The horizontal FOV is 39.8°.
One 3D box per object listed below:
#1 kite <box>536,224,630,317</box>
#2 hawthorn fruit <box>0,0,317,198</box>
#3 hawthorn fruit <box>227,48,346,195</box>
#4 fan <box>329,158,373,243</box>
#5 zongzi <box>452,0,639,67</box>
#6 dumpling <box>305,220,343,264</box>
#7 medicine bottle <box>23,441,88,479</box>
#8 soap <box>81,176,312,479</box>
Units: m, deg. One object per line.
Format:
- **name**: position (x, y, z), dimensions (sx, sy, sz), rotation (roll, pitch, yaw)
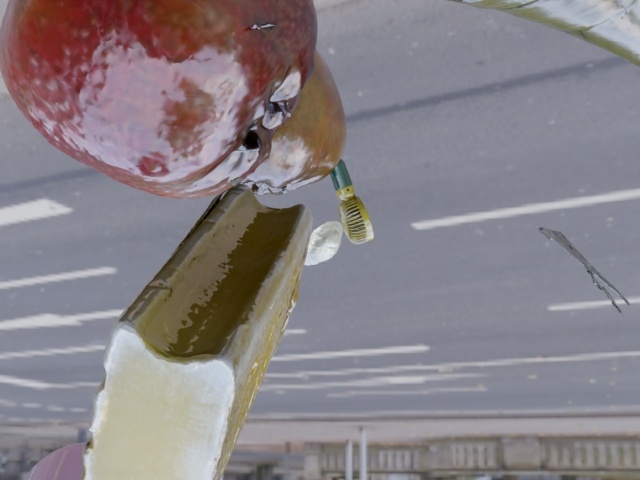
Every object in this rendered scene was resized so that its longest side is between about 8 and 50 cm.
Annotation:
- **kite**: position (0.411, 0.044, 1.371), dimensions (0.229, 0.250, 0.012), rotation (34, 108, -24)
- **hawthorn fruit**: position (-0.190, -0.201, 0.894), dimensions (0.369, 0.285, 0.285), rotation (20, 165, 6)
- **hawthorn fruit**: position (-0.095, -0.223, 1.436), dimensions (0.267, 0.301, 0.268), rotation (-8, -179, 0)
- **fan**: position (0.046, -0.068, 1.520), dimensions (0.039, 0.155, 0.082), rotation (-20, -178, -7)
- **zongzi**: position (0.081, -0.168, 0.530), dimensions (0.286, 0.138, 0.300), rotation (-27, 124, 2)
- **dumpling**: position (0.000, 0.001, 1.305), dimensions (0.077, 0.043, 0.059), rotation (-27, 136, 3)
- **medicine bottle**: position (-0.265, 0.352, 0.935), dimensions (0.178, 0.178, 0.291), rotation (2, -168, -6)
- **soap**: position (-0.081, 0.078, 0.636), dimensions (0.089, 0.173, 0.274), rotation (19, -157, 2)
